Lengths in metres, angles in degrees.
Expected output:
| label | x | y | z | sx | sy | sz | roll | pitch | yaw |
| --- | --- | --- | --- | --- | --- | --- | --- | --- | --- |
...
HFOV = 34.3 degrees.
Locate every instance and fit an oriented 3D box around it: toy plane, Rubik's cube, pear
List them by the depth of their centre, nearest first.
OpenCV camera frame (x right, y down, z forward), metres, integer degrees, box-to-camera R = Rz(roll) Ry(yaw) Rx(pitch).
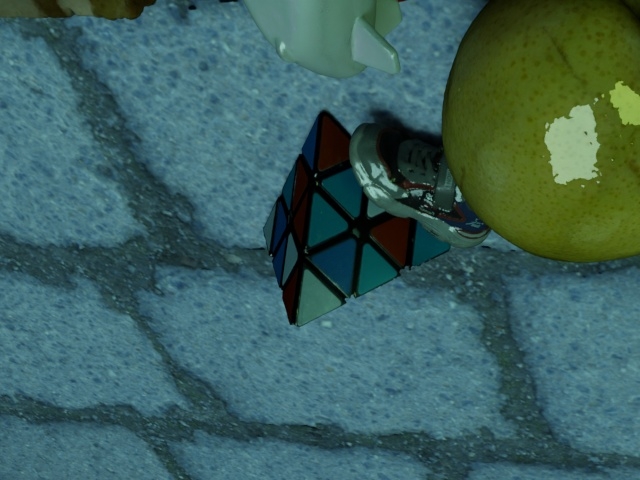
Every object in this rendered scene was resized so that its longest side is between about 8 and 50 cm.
| label | x | y | z | sx | sy | sz | roll | pitch | yaw |
| --- | --- | --- | --- | --- | --- | --- | --- | --- | --- |
| toy plane | -0.013 | -0.224 | 0.714 | 0.267 | 0.122 | 0.267 | 34 | 154 | 19 |
| pear | 0.268 | -0.125 | 1.016 | 0.314 | 0.314 | 0.314 | 14 | 142 | 11 |
| Rubik's cube | 0.000 | 0.000 | 1.341 | 0.284 | 0.234 | 0.250 | 9 | 140 | 18 |

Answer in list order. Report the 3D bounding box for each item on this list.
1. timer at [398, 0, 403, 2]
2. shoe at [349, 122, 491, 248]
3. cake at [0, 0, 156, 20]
| label | x | y | z | sx | sy | sz | roll | pitch | yaw |
| --- | --- | --- | --- | --- | --- | --- | --- | --- | --- |
| timer | 0.021 | -0.380 | 0.836 | 0.378 | 0.279 | 0.378 | 16 | 144 | 12 |
| shoe | 0.146 | -0.078 | 1.276 | 0.228 | 0.099 | 0.125 | 31 | 150 | -19 |
| cake | -0.286 | -0.359 | 1.094 | 0.293 | 0.196 | 0.198 | 7 | 138 | 27 |
